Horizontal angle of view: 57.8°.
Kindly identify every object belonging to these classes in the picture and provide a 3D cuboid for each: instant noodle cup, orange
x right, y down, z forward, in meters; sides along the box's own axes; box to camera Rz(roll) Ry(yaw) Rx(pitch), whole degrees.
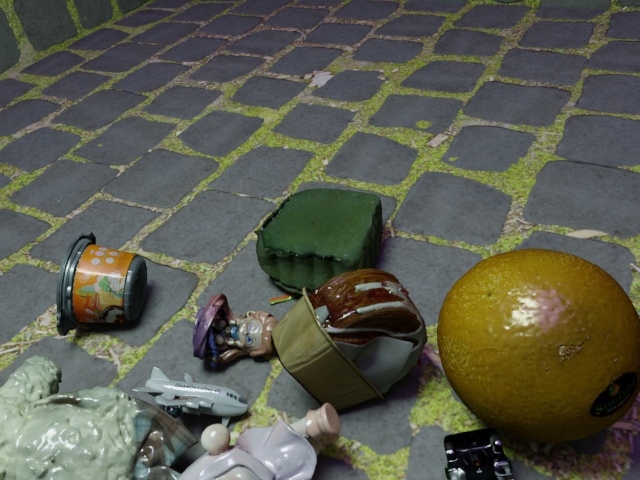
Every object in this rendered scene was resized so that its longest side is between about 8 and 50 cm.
[{"bbox_3d":[-0.401,0.085,1.093,0.125,0.178,0.208,7,71,-4],"label":"instant noodle cup"},{"bbox_3d":[0.298,0.141,0.796,0.274,0.274,0.274,-5,39,5],"label":"orange"}]

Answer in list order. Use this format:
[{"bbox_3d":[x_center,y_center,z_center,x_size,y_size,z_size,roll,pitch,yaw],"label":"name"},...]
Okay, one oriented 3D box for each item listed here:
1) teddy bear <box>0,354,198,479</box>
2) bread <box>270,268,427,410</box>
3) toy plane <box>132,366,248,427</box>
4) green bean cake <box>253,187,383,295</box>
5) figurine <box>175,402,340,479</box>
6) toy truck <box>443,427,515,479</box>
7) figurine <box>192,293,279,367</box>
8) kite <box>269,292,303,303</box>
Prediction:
[{"bbox_3d":[-0.425,0.331,0.829,0.375,0.362,0.328,-33,47,41],"label":"teddy bear"},{"bbox_3d":[0.050,0.143,0.874,0.211,0.224,0.142,-36,40,2],"label":"bread"},{"bbox_3d":[-0.199,0.246,0.906,0.171,0.066,0.162,21,0,2],"label":"toy plane"},{"bbox_3d":[0.000,0.000,1.129,0.222,0.125,0.227,9,38,20],"label":"green bean cake"},{"bbox_3d":[-0.086,0.318,0.763,0.276,0.200,0.133,-31,3,-27],"label":"figurine"},{"bbox_3d":[0.197,0.335,0.659,0.088,0.121,0.259,-12,18,10],"label":"toy truck"},{"bbox_3d":[-0.147,0.157,1.005,0.157,0.114,0.126,8,68,-23],"label":"figurine"},{"bbox_3d":[-0.024,0.093,1.118,0.159,0.010,0.190,-24,41,-17],"label":"kite"}]
